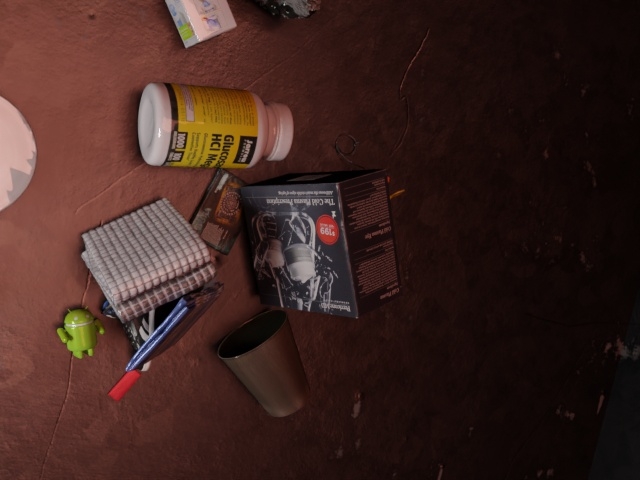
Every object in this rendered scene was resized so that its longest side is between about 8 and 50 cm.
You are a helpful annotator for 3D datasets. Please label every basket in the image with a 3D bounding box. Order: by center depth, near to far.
[{"bbox_3d":[-0.128,0.327,1.797,0.204,0.154,0.227,-35,114,-24],"label":"basket"}]

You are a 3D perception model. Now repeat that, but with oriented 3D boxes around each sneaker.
[{"bbox_3d":[-0.456,0.198,1.648,0.121,0.079,0.217,4,86,-25],"label":"sneaker"}]

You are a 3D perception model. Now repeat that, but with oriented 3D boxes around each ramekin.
[{"bbox_3d":[-0.728,-0.179,1.415,0.272,0.127,0.273,-4,98,-33],"label":"ramekin"}]

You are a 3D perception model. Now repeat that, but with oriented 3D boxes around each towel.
[{"bbox_3d":[-0.387,0.044,1.556,0.235,0.283,0.121,-27,127,-20],"label":"towel"},{"bbox_3d":[-0.324,0.188,1.589,0.034,0.285,0.209,43,98,3],"label":"towel"}]

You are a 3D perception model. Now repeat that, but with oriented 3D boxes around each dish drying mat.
[{"bbox_3d":[-0.473,0.347,1.690,0.032,0.008,0.083,46,75,-24],"label":"dish drying mat"}]

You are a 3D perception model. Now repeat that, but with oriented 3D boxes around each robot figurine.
[{"bbox_3d":[-0.548,0.209,1.599,0.101,0.067,0.115,-10,100,-37],"label":"robot figurine"}]

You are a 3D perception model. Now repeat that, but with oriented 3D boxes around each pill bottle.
[{"bbox_3d":[-0.242,-0.263,1.640,0.333,0.188,0.188,-1,97,-28],"label":"pill bottle"}]

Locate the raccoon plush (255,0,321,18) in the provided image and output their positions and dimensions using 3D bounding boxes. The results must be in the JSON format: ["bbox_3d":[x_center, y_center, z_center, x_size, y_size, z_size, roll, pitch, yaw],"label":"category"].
[{"bbox_3d":[-0.047,-0.715,1.592,0.216,0.446,0.299,25,82,4],"label":"raccoon plush"}]

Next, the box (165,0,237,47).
[{"bbox_3d":[-0.294,-0.566,1.617,0.103,0.114,0.203,-29,108,-21],"label":"box"}]

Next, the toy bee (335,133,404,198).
[{"bbox_3d":[0.126,-0.123,1.871,0.195,0.162,0.298,-43,114,-15],"label":"toy bee"}]

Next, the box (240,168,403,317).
[{"bbox_3d":[0.000,0.000,1.697,0.179,0.343,0.313,-21,106,-43],"label":"box"}]

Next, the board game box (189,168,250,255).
[{"bbox_3d":[-0.243,-0.073,1.754,0.126,0.026,0.186,32,81,-27],"label":"board game box"}]
